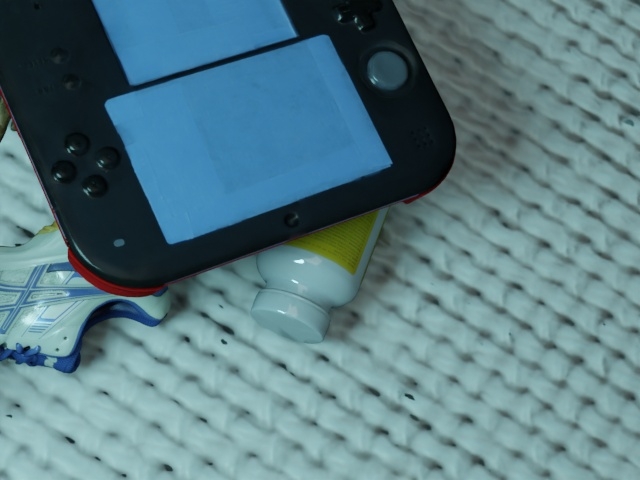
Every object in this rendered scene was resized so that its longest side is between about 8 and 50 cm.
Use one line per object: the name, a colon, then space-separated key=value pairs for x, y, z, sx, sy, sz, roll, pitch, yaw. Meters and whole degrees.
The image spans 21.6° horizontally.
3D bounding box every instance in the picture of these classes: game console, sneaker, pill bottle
game console: x=-0.094 y=-0.149 z=1.523 sx=0.387 sy=0.060 sz=0.342 roll=-19 pitch=80 yaw=-23
sneaker: x=-0.279 y=0.070 z=1.541 sx=0.296 sy=0.112 sz=0.131 roll=-22 pitch=82 yaw=-11
pill bottle: x=0.000 y=0.000 z=1.602 sx=0.103 sy=0.103 sz=0.184 roll=22 pitch=71 yaw=0

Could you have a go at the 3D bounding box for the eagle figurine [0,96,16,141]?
eagle figurine: x=-0.373 y=-0.207 z=1.600 sx=0.298 sy=0.225 sz=0.226 roll=9 pitch=24 yaw=25
